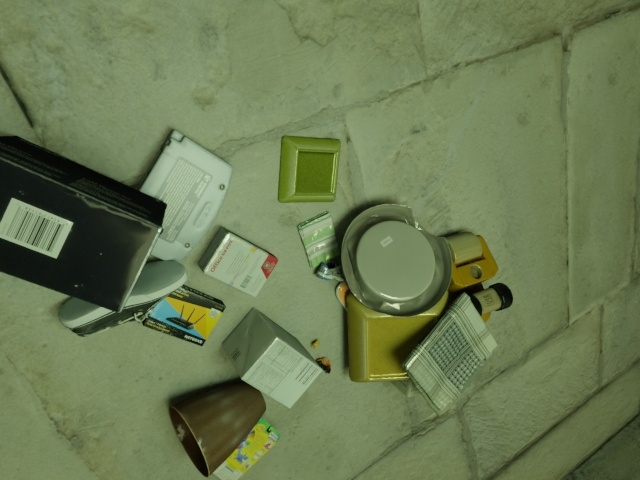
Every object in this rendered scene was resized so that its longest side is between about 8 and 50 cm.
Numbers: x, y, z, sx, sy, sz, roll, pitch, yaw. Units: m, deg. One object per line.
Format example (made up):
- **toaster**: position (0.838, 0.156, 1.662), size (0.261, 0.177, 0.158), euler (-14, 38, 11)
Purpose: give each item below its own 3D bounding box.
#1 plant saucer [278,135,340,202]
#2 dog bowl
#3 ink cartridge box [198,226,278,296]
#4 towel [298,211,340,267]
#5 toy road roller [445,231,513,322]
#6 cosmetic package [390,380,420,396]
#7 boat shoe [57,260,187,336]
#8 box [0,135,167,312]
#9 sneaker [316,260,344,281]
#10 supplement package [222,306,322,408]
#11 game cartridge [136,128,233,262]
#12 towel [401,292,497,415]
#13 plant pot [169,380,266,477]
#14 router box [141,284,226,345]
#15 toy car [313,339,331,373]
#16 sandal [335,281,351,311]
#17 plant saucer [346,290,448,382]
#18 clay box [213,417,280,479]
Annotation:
- **plant saucer**: position (-0.022, -0.196, 1.244), size (0.188, 0.045, 0.188), euler (-3, 108, -27)
- **dog bowl**: position (0.221, 0.067, 1.339), size (0.348, 0.102, 0.349), euler (3, 72, -10)
- **ink cartridge box**: position (-0.225, 0.059, 1.202), size (0.175, 0.072, 0.127), euler (32, 90, -33)
- **towel**: position (0.000, 0.000, 1.336), size (0.113, 0.023, 0.152), euler (-25, 117, -18)
- **toy road roller**: position (0.505, 0.156, 1.593), size (0.202, 0.240, 0.330), euler (-14, 76, -24)
- **cosmetic package**: position (0.335, 0.388, 1.578), size (0.129, 0.153, 0.296), euler (-6, 111, -27)
- **boat shoe**: position (-0.466, 0.152, 1.074), size (0.306, 0.113, 0.105), euler (-26, 136, -12)
- **box**: position (-0.497, -0.046, 0.843), size (0.343, 0.312, 0.179), euler (26, 94, -20)
- **sneaker**: position (0.052, 0.096, 1.376), size (0.135, 0.052, 0.058), euler (7, 100, -38)
- **supplement package**: position (-0.143, 0.339, 1.271), size (0.149, 0.194, 0.203), euler (-49, 122, -5)
- **game cartridge**: position (-0.355, -0.097, 1.092), size (0.198, 0.062, 0.297), euler (31, 90, -37)
- **towel**: position (0.427, 0.376, 1.396), size (0.312, 0.056, 0.324), euler (-45, 123, -14)
- **plant pot**: position (-0.282, 0.514, 1.269), size (0.230, 0.215, 0.215), euler (-26, 118, -36)
- **router box**: position (-0.369, 0.197, 1.187), size (0.179, 0.046, 0.133), euler (30, 91, -33)
- **toy car**: position (0.013, 0.385, 1.458), size (0.040, 0.060, 0.122), euler (-42, 135, -48)
- **sandal**: position (0.143, 0.239, 1.464), size (0.102, 0.076, 0.265), euler (-46, 122, -7)
- **plant saucer**: position (0.258, 0.330, 1.421), size (0.332, 0.081, 0.333), euler (-3, 107, -1)
- **clay box**: position (-0.248, 0.670, 1.411), size (0.222, 0.053, 0.127), euler (-41, 121, -12)
